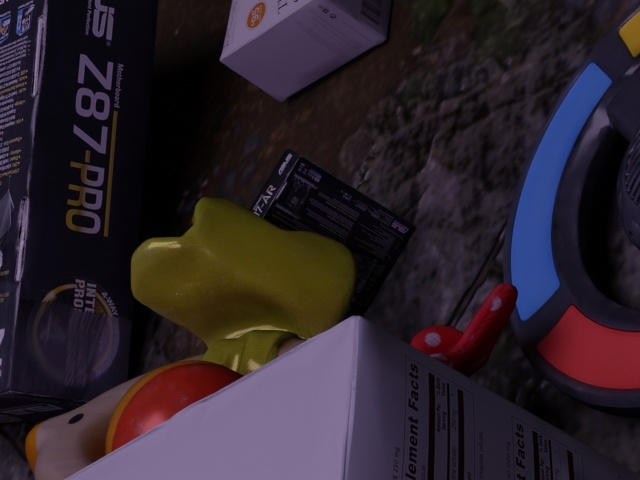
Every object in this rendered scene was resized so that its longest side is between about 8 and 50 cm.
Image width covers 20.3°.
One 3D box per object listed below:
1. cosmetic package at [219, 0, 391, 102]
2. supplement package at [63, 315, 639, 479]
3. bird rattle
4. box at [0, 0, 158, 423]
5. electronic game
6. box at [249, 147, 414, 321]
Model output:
[{"bbox_3d":[0.002,-0.213,1.155,0.099,0.060,0.239,-30,41,42],"label":"cosmetic package"},{"bbox_3d":[0.020,0.163,0.646,0.194,0.203,0.149,-32,39,40],"label":"supplement package"},{"bbox_3d":[-0.023,0.092,0.812,0.207,0.143,0.253,-24,28,-19],"label":"bird rattle"},{"bbox_3d":[-0.259,-0.029,1.272,0.395,0.097,0.318,-13,68,52],"label":"box"},{"bbox_3d":[0.164,-0.032,0.760,0.229,0.048,0.229,-37,37,33],"label":"electronic game"},{"bbox_3d":[0.000,0.000,0.942,0.067,0.083,0.018,-59,30,2],"label":"box"}]
